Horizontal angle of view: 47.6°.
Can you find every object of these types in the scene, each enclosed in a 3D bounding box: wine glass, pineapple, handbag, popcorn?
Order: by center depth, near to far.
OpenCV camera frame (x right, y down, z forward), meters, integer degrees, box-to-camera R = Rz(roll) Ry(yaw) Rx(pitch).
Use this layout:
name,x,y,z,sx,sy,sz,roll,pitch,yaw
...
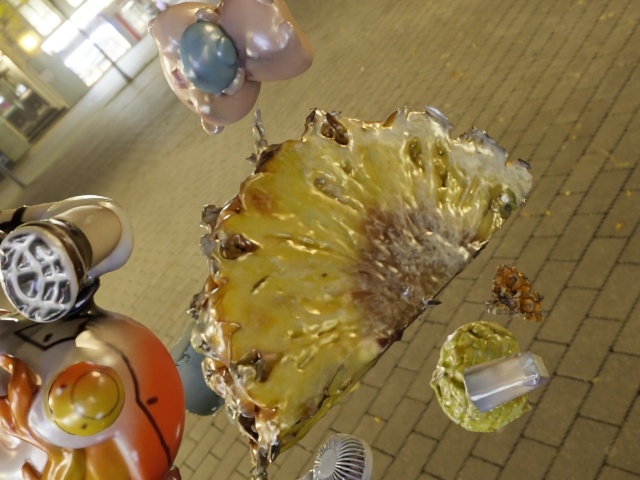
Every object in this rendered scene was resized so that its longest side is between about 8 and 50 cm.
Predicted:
name,x,y,z,sx,sy,sz,roll,pitch,yaw
pineapple,0.000,-0.001,0.380,0.233,0.135,0.079,-44,-7,-31
pineapple,0.293,0.098,1.152,0.114,0.114,0.077,-16,-16,-48
wine glass,-0.132,0.137,1.194,0.143,0.143,0.321,-22,24,42
handbag,0.360,0.280,1.440,0.173,0.117,0.095,-24,66,22
popcorn,0.407,0.341,1.808,0.258,0.270,0.224,-30,-3,-28

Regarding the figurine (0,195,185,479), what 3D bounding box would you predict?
name,x,y,z,sx,sy,sz,roll,pitch,yaw
figurine,-0.237,0.125,0.688,0.196,0.322,0.320,-16,16,-35

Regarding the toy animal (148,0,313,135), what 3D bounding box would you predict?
name,x,y,z,sx,sy,sz,roll,pitch,yaw
toy animal,-0.137,-0.306,1.140,0.221,0.210,0.229,-33,11,-14

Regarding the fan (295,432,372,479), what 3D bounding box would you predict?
name,x,y,z,sx,sy,sz,roll,pitch,yaw
fan,0.008,0.478,1.448,0.244,0.074,0.130,-43,33,33
